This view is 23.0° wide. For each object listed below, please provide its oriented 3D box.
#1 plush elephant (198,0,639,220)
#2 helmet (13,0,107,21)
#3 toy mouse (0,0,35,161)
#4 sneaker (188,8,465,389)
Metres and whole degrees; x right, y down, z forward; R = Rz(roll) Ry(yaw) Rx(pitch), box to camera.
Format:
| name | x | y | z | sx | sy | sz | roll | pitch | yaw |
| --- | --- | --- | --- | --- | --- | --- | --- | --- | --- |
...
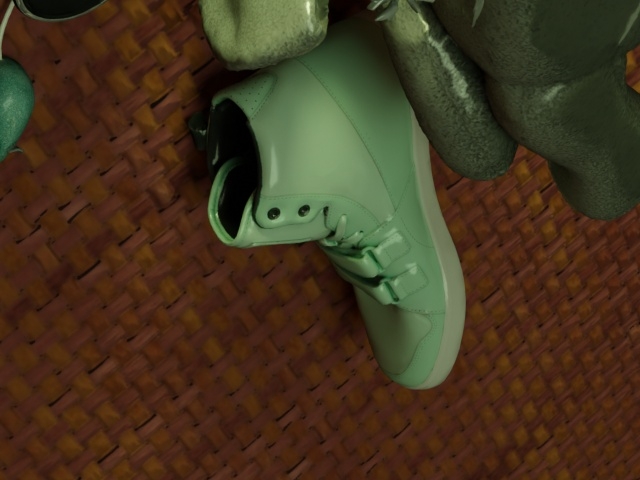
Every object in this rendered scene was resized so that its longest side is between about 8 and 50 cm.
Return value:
| name | x | y | z | sx | sy | sz | roll | pitch | yaw |
| --- | --- | --- | --- | --- | --- | --- | --- | --- | --- |
| plush elephant | 0.070 | -0.187 | 0.828 | 0.330 | 0.255 | 0.272 | 2 | 123 | -45 |
| helmet | -0.148 | -0.195 | 0.707 | 0.169 | 0.169 | 0.161 | -45 | 147 | -6 |
| toy mouse | -0.198 | -0.077 | 0.824 | 0.143 | 0.031 | 0.161 | -46 | 132 | -5 |
| sneaker | 0.000 | -0.001 | 0.967 | 0.151 | 0.094 | 0.256 | -26 | 118 | -29 |
